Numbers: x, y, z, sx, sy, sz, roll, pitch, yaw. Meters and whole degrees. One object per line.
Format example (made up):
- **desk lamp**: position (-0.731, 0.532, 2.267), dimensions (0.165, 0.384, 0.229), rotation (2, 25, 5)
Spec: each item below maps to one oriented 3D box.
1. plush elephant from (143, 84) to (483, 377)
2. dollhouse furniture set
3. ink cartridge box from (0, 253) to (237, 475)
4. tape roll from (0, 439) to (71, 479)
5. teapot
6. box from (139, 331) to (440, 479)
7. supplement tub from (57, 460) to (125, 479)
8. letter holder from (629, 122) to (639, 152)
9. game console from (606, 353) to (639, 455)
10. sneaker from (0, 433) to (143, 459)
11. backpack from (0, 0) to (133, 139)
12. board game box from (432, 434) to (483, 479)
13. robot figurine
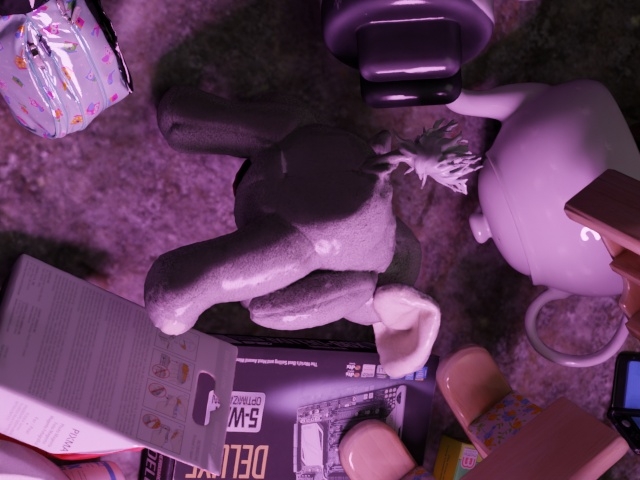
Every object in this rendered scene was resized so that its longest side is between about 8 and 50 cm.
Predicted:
- **plush elephant**: position (0.000, 0.000, 1.861), dimensions (0.330, 0.272, 0.255), rotation (-9, 146, 2)
- **dollhouse furniture set**: position (0.233, 0.163, 1.812), dimensions (0.394, 0.362, 0.256), rotation (-38, 118, -10)
- **ink cartridge box**: position (-0.201, 0.129, 1.749), dimensions (0.232, 0.189, 0.066), rotation (28, 124, -16)
- **tape roll**: position (-0.365, 0.360, 1.714), dimensions (0.392, 0.072, 0.392), rotation (-20, 128, -27)
- **teapot**: position (0.253, -0.036, 2.013), dimensions (0.187, 0.256, 0.252), rotation (-21, 133, 2)
- **box**: position (-0.036, 0.223, 1.954), dimensions (0.307, 0.076, 0.242), rotation (6, 96, -32)
- **supplement tub**: position (-0.248, 0.254, 1.836), dimensions (0.107, 0.071, 0.071), rotation (-2, 99, -31)
- **letter holder**: position (0.516, -0.073, 2.103), dimensions (0.214, 0.302, 0.152), rotation (-26, 111, -25)
- **game console**: position (0.407, 0.197, 2.223), dimensions (0.122, 0.107, 0.071), rotation (6, 124, -31)
- **sneaker**: position (-0.280, 0.159, 1.771), dimensions (0.279, 0.118, 0.107), rotation (2, 97, -31)
- **backpack**: position (-0.254, -0.186, 1.727), dimensions (0.115, 0.152, 0.182), rotation (-35, 127, -15)
- **board game box**: position (0.162, 0.316, 2.109), dimensions (0.092, 0.043, 0.181), rotation (13, 91, -32)
- **robot figurine**: position (0.079, -0.271, 1.850), dimensions (0.173, 0.209, 0.278), rotation (13, 64, -33)
